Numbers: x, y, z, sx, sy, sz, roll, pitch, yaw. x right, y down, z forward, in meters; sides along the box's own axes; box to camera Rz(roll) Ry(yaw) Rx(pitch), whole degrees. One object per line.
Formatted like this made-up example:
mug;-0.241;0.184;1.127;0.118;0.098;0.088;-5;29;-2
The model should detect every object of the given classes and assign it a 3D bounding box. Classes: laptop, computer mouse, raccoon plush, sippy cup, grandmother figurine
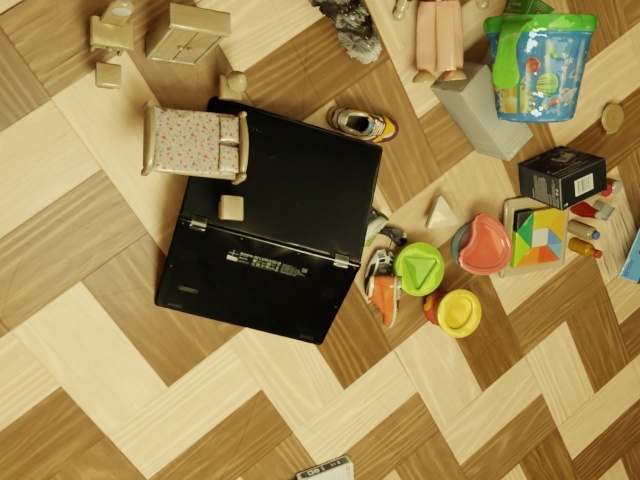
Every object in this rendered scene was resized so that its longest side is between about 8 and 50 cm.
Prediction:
laptop;-0.111;-0.029;1.671;0.381;0.236;0.408;15;129;-10
computer mouse;0.145;0.057;1.904;0.106;0.042;0.193;15;94;-36
raccoon plush;0.047;-0.616;1.576;0.299;0.216;0.446;-60;153;-14
sippy cup;0.472;-0.372;1.703;0.305;0.240;0.224;-4;102;-17
grandmother figurine;0.264;-0.524;1.707;0.207;0.104;0.343;-7;104;-7

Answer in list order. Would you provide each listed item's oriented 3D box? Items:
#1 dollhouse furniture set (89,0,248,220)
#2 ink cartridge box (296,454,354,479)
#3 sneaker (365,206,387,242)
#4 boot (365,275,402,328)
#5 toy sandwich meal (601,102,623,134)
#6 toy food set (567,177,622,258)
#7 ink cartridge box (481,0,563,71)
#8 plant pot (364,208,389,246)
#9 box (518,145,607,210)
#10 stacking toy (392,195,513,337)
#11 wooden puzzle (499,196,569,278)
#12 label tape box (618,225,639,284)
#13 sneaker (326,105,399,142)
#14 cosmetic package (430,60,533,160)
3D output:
dollhouse furniture set;-0.260;-0.229;1.423;0.303;0.174;0.356;2;80;-28
ink cartridge box;-0.008;0.686;2.039;0.208;0.045;0.206;-14;114;-25
sneaker;0.000;0.000;1.776;0.293;0.102;0.146;-41;86;11
boot;0.150;0.145;1.874;0.084;0.059;0.158;4;127;6
toy sandwich meal;0.788;-0.333;2.122;0.085;0.029;0.086;-7;106;-23
toy food set;0.769;-0.071;2.157;0.111;0.104;0.232;34;89;-33
ink cartridge box;0.491;-0.461;1.878;0.153;0.087;0.208;19;98;-32
plant pot;0.107;-0.029;1.836;0.083;0.083;0.079;9;116;-31
box;0.621;-0.163;2.012;0.156;0.158;0.093;-24;118;-20
stacking toy;0.311;0.055;1.973;0.279;0.130;0.309;34;82;-17
wooden puzzle;0.587;-0.016;2.114;0.238;0.044;0.221;-11;112;-25
label tape box;1.009;0.014;2.316;0.347;0.115;0.249;13;100;-29
sneaker;0.108;-0.252;1.746;0.185;0.084;0.070;5;105;-29
cosmetic package;0.383;-0.307;1.852;0.107;0.127;0.238;-46;124;-8
